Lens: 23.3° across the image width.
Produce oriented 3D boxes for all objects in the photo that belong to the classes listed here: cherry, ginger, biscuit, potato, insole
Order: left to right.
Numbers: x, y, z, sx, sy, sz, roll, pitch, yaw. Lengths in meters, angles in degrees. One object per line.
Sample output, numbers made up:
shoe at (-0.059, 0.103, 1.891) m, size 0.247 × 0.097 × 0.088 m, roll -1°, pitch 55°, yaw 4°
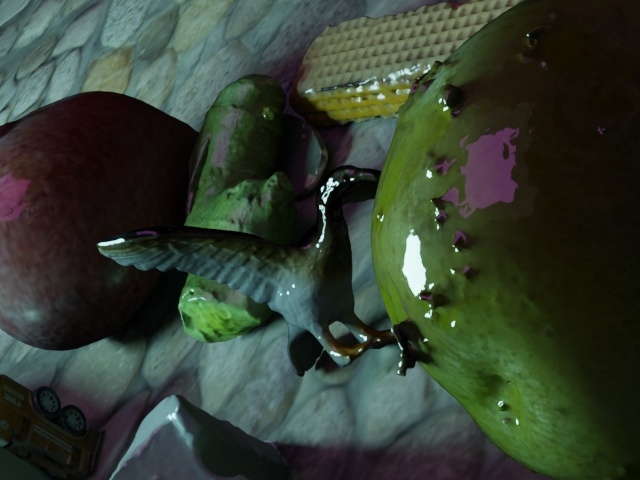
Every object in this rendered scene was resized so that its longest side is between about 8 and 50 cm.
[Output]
cherry at (-0.241, -0.023, 1.489) m, size 0.307 × 0.221 × 0.261 m, roll -39°, pitch 25°, yaw -11°
ginger at (-0.070, -0.033, 1.387) m, size 0.290 × 0.089 × 0.137 m, roll -93°, pitch 24°, yaw -49°
insole at (-0.055, -0.091, 1.498) m, size 0.081 × 0.011 × 0.248 m, roll -64°, pitch 31°, yaw 6°
biscuit at (0.103, -0.158, 1.326) m, size 0.379 × 0.054 × 0.094 m, roll -3°, pitch 53°, yaw 53°
potato at (0.177, -0.042, 0.885) m, size 0.219 × 0.270 × 0.359 m, roll -13°, pitch 41°, yaw 58°

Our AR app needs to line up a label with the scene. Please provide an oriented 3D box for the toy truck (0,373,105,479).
toy truck at (-0.286, 0.177, 1.360) m, size 0.080 × 0.178 × 0.115 m, roll -33°, pitch 36°, yaw 29°

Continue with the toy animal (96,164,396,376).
toy animal at (0.009, 0.012, 1.175) m, size 0.272 × 0.160 × 0.197 m, roll -25°, pitch 3°, yaw -38°

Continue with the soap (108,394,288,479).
soap at (-0.045, 0.255, 1.059) m, size 0.159 × 0.302 × 0.258 m, roll -44°, pitch 73°, yaw 0°

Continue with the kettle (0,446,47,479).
kettle at (-0.326, 0.343, 1.209) m, size 0.318 × 0.205 × 0.265 m, roll -44°, pitch 27°, yaw 6°
